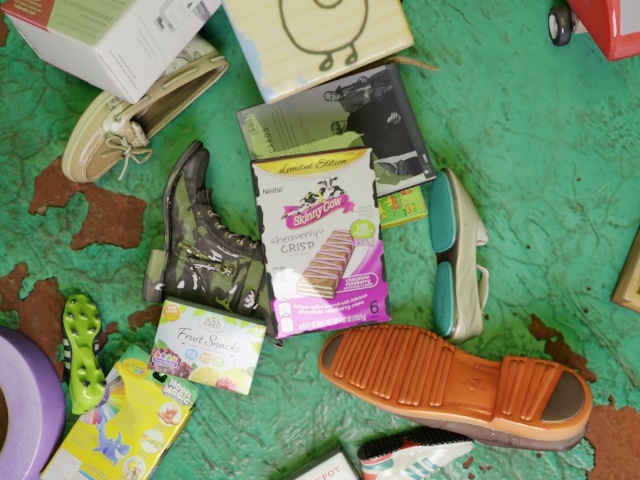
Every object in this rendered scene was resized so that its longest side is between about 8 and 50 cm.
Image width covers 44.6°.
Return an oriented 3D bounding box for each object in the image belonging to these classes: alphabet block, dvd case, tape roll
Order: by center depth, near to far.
[{"bbox_3d":[-0.009,-0.303,1.001,0.197,0.193,0.192,-22,106,8],"label":"alphabet block"},{"bbox_3d":[-0.504,0.250,1.087,0.274,0.090,0.275,0,83,3],"label":"tape roll"},{"bbox_3d":[0.021,-0.132,1.092,0.238,0.029,0.179,-18,83,-3],"label":"dvd case"}]

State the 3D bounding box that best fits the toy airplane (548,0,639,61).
[{"bbox_3d":[0.371,-0.486,1.052,0.384,0.272,0.386,35,86,7],"label":"toy airplane"}]

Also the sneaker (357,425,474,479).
[{"bbox_3d":[0.133,0.306,1.075,0.161,0.057,0.075,-11,106,-5],"label":"sneaker"}]

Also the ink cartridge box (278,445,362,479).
[{"bbox_3d":[0.018,0.387,1.053,0.127,0.072,0.175,-31,82,-1],"label":"ink cartridge box"}]

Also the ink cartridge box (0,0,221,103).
[{"bbox_3d":[-0.263,-0.356,1.087,0.207,0.117,0.283,27,72,28],"label":"ink cartridge box"}]

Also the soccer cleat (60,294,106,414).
[{"bbox_3d":[-0.338,0.157,1.090,0.072,0.060,0.179,-48,45,33],"label":"soccer cleat"}]

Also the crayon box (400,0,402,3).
[{"bbox_3d":[0.058,-0.474,1.160,0.203,0.083,0.323,21,83,5],"label":"crayon box"}]

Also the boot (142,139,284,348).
[{"bbox_3d":[-0.117,0.005,1.113,0.229,0.091,0.263,13,87,-1],"label":"boot"}]

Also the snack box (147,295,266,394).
[{"bbox_3d":[-0.153,0.142,1.062,0.141,0.037,0.100,15,95,-4],"label":"snack box"}]

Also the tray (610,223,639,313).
[{"bbox_3d":[0.581,-0.066,1.088,0.202,0.076,0.411,23,83,6],"label":"tray"}]

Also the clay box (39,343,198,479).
[{"bbox_3d":[-0.272,0.269,1.091,0.127,0.053,0.222,33,84,8],"label":"clay box"}]

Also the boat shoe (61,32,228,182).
[{"bbox_3d":[-0.255,-0.186,1.125,0.089,0.104,0.285,39,85,10],"label":"boat shoe"}]

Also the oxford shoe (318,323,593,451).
[{"bbox_3d":[0.168,0.212,1.045,0.363,0.133,0.130,13,54,24],"label":"oxford shoe"}]

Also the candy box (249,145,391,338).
[{"bbox_3d":[0.000,0.000,1.034,0.159,0.071,0.233,-9,99,-6],"label":"candy box"}]

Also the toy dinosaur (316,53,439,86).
[{"bbox_3d":[0.052,-0.251,1.152,0.211,0.064,0.112,-29,105,5],"label":"toy dinosaur"}]

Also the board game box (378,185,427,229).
[{"bbox_3d":[0.085,-0.110,1.130,0.092,0.043,0.181,-15,82,1],"label":"board game box"}]

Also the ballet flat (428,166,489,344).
[{"bbox_3d":[0.198,0.022,1.098,0.086,0.086,0.249,1,84,3],"label":"ballet flat"}]
